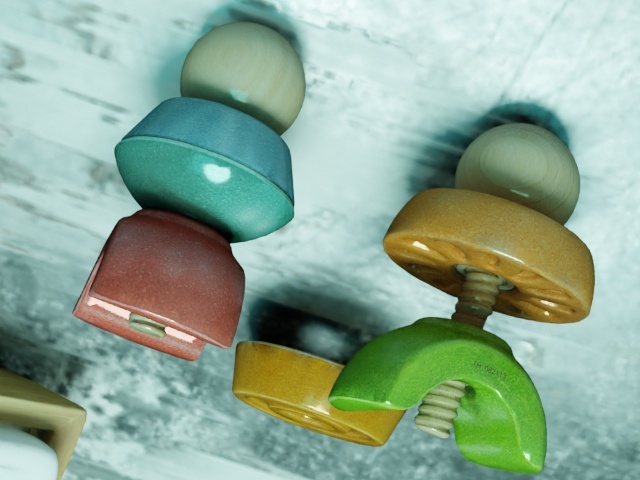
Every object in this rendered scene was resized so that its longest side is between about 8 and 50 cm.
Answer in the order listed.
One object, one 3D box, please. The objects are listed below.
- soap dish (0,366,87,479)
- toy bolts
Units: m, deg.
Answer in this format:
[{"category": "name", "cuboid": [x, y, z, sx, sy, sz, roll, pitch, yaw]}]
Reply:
[{"category": "soap dish", "cuboid": [-0.307, 0.152, 0.603, 0.291, 0.118, 0.228, 16, 106, -32]}, {"category": "toy bolts", "cuboid": [0.000, 0.000, 0.555, 0.229, 0.158, 0.218, 25, 164, -18]}]
